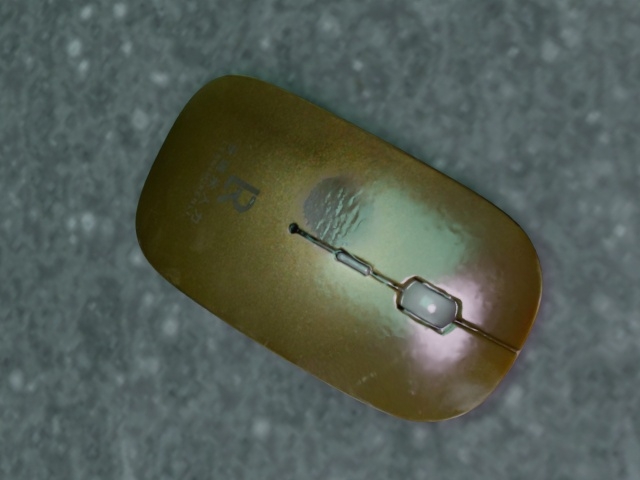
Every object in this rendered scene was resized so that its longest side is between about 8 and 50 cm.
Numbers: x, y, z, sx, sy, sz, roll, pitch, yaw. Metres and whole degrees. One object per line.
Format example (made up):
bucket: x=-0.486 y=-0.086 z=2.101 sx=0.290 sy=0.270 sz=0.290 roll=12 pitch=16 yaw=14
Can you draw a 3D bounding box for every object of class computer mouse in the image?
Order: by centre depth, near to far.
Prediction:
computer mouse: x=-0.001 y=0.000 z=0.509 sx=0.199 sy=0.045 sz=0.102 roll=32 pitch=95 yaw=27
